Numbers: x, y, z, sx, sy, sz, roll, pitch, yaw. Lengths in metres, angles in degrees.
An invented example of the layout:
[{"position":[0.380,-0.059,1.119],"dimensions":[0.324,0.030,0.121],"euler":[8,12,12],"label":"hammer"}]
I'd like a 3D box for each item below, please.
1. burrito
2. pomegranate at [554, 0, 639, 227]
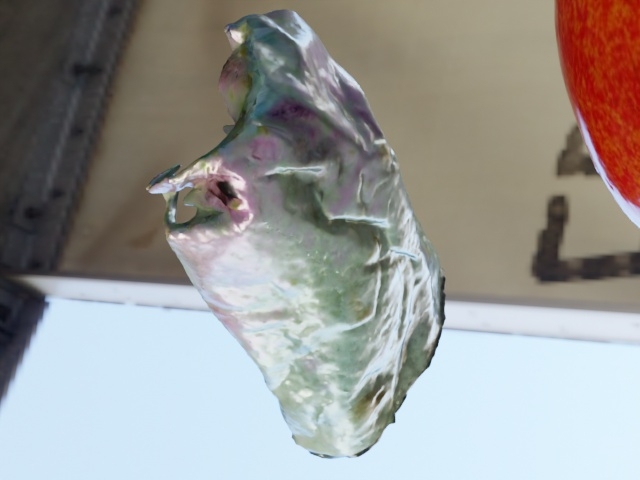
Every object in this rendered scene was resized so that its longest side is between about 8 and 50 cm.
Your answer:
[{"position":[0.000,0.000,0.729],"dimensions":[0.144,0.089,0.229],"euler":[-64,-30,-24],"label":"burrito"},{"position":[0.204,-0.102,0.545],"dimensions":[0.221,0.221,0.257],"euler":[38,-97,-41],"label":"pomegranate"}]
